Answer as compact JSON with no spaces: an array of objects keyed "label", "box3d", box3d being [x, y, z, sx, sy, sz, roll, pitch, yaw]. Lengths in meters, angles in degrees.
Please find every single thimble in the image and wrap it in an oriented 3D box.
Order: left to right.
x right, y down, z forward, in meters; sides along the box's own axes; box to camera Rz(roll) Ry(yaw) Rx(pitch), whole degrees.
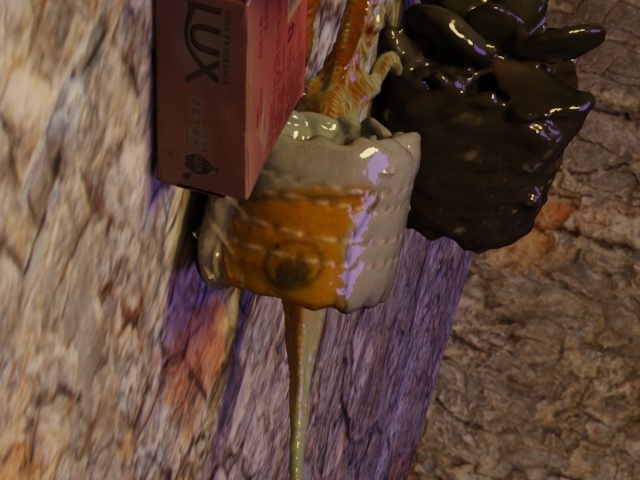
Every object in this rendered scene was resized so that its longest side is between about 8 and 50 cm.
[{"label":"thimble","box3d":[-0.008,-0.023,1.256,0.151,0.127,0.118,-37,139,-78]}]

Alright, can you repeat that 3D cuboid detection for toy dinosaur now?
[{"label":"toy dinosaur","box3d":[0.000,0.000,1.449,0.205,0.092,0.393,56,50,-77]}]

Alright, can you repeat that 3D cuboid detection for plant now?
[{"label":"plant","box3d":[0.149,-0.139,1.845,0.188,0.198,0.276,-74,176,-46]}]

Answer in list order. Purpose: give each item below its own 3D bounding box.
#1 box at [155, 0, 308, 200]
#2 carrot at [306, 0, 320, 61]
[{"label":"box","box3d":[-0.048,-0.110,1.103,0.111,0.060,0.156,-66,164,-46]},{"label":"carrot","box3d":[-0.021,-0.166,1.186,0.186,0.060,0.060,93,15,-57]}]
